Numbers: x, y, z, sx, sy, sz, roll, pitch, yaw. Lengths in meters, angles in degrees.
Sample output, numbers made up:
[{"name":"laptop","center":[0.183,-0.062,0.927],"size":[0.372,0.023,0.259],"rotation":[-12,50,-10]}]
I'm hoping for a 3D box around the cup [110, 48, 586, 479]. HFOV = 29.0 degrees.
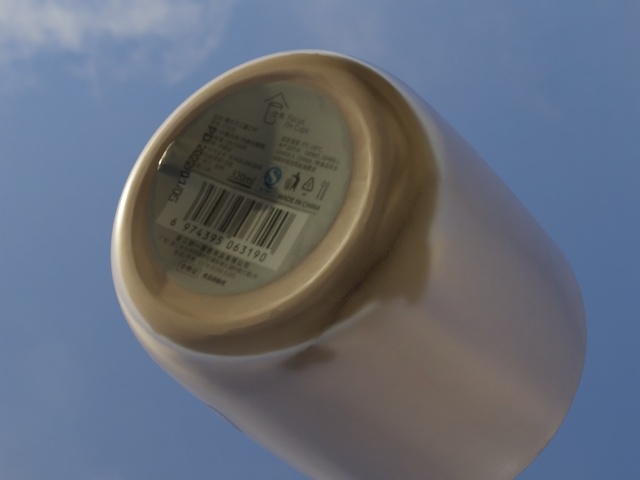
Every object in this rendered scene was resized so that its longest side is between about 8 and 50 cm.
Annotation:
[{"name":"cup","center":[0.000,0.000,0.648],"size":[0.191,0.200,0.253],"rotation":[-39,-129,7]}]
